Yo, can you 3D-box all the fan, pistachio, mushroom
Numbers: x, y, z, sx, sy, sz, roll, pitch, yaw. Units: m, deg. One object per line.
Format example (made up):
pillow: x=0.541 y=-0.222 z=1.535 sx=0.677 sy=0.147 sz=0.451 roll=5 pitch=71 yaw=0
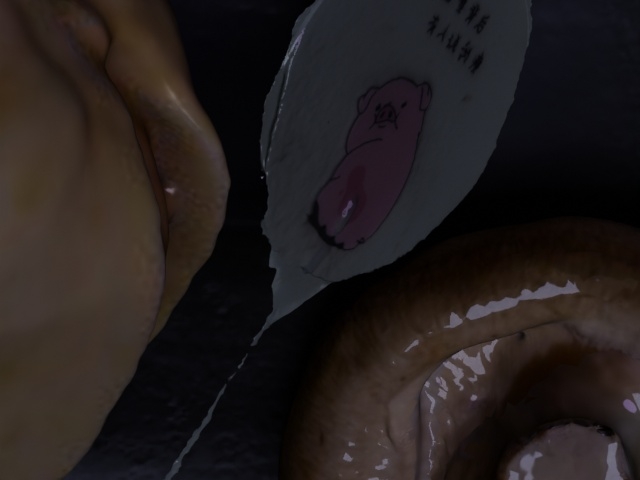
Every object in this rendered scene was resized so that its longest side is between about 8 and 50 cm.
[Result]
fan: x=0.001 y=0.000 z=0.709 sx=0.182 sy=0.010 sz=0.310 roll=28 pitch=93 yaw=-54
pistachio: x=-0.160 y=-0.026 z=0.645 sx=0.238 sy=0.229 sz=0.321 roll=19 pitch=127 yaw=15
mushroom: x=0.114 y=0.119 z=0.794 sx=0.278 sy=0.146 sz=0.278 roll=3 pitch=107 yaw=11
